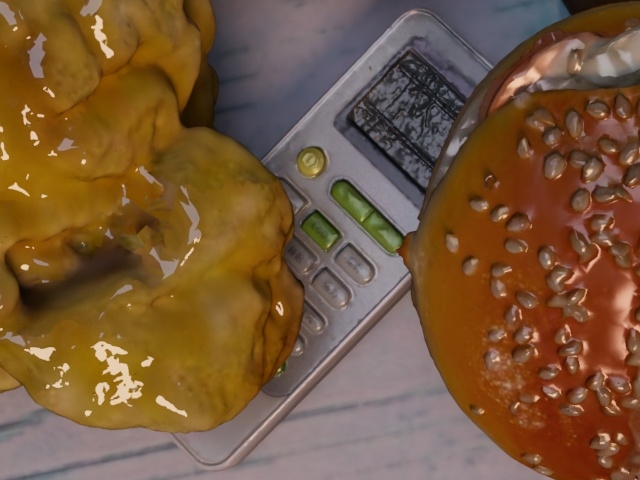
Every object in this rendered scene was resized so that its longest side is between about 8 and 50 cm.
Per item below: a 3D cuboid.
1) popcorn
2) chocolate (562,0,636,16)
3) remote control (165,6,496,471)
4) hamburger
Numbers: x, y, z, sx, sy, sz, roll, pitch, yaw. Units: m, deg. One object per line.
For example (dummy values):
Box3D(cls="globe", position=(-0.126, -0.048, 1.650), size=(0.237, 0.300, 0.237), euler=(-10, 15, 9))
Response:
Box3D(cls="popcorn", position=(-0.155, -0.038, 0.721), size=(0.265, 0.225, 0.332), euler=(-42, 86, 10))
Box3D(cls="chocolate", position=(0.225, -0.191, 0.749), size=(0.254, 0.080, 0.157), euler=(-31, 78, 6))
Box3D(cls="remote control", position=(0.000, 0.000, 0.795), size=(0.250, 0.034, 0.103), euler=(-45, 77, 3))
Box3D(cls="hamburger", position=(0.148, 0.008, 0.696), size=(0.237, 0.147, 0.237), euler=(1, 97, 8))
